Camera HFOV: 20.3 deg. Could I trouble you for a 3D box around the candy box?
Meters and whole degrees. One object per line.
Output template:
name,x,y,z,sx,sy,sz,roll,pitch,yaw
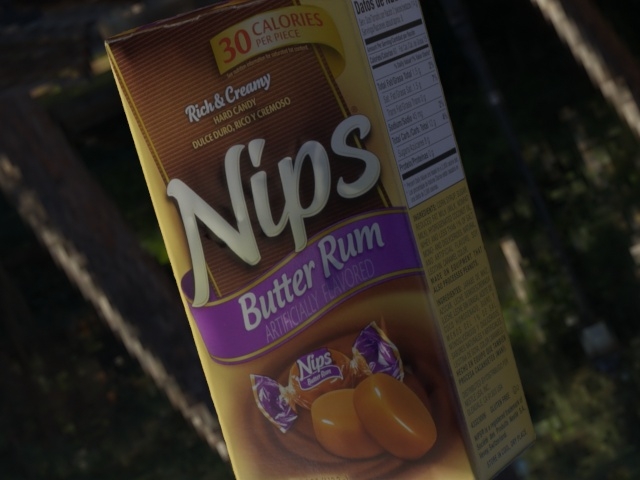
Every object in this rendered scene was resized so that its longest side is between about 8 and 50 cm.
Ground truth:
candy box,0.000,0.000,0.657,0.109,0.187,0.053,-10,-171,34
